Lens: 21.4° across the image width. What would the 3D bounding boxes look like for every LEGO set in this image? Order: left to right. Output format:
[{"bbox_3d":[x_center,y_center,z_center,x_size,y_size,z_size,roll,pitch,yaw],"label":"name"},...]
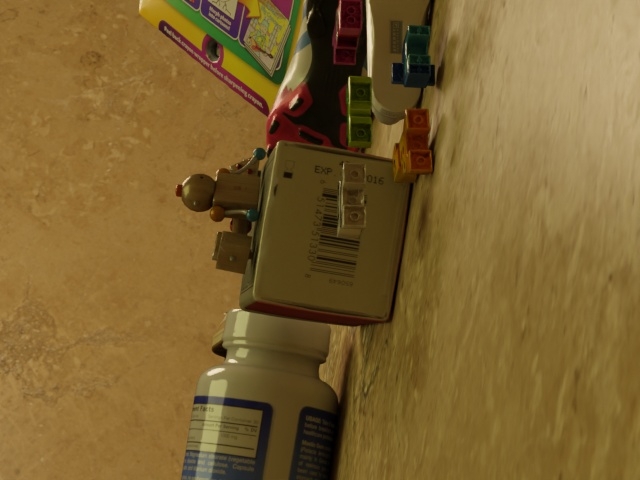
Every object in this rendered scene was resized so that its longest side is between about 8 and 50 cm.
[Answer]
[{"bbox_3d":[0.055,-0.099,1.457,0.093,0.087,0.227,104,167,-68],"label":"LEGO set"}]

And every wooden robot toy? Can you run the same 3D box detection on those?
[{"bbox_3d":[-0.098,-0.028,1.573,0.173,0.079,0.076,-86,8,-50],"label":"wooden robot toy"}]

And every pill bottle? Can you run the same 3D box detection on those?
[{"bbox_3d":[-0.063,0.214,1.757,0.152,0.152,0.272,124,155,-78],"label":"pill bottle"}]

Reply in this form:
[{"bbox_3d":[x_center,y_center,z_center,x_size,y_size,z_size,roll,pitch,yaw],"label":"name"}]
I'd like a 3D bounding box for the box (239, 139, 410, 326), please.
[{"bbox_3d":[0.000,0.000,1.601,0.232,0.127,0.149,146,133,-83],"label":"box"}]

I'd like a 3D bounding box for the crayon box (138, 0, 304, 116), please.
[{"bbox_3d":[-0.070,-0.351,2.101,0.363,0.106,0.313,40,129,38],"label":"crayon box"}]

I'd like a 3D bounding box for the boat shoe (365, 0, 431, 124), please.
[{"bbox_3d":[0.072,-0.196,1.582,0.063,0.066,0.184,120,149,-73],"label":"boat shoe"}]

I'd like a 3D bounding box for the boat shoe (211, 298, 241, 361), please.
[{"bbox_3d":[-0.086,0.114,2.353,0.341,0.121,0.110,119,159,-79],"label":"boat shoe"}]

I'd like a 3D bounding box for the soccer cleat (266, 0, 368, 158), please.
[{"bbox_3d":[0.024,-0.205,1.932,0.143,0.116,0.331,-63,-6,-45],"label":"soccer cleat"}]
